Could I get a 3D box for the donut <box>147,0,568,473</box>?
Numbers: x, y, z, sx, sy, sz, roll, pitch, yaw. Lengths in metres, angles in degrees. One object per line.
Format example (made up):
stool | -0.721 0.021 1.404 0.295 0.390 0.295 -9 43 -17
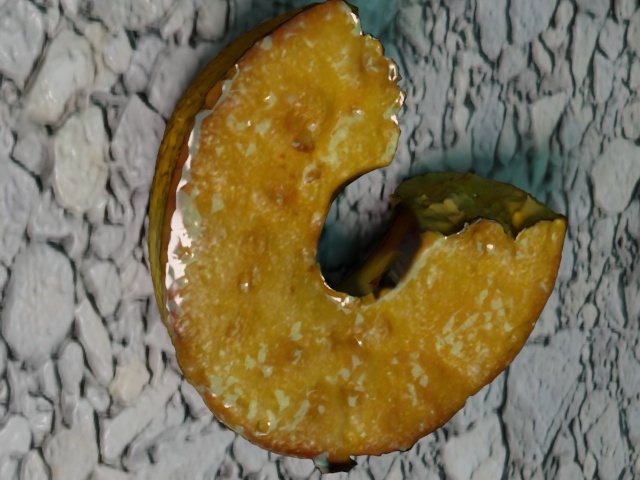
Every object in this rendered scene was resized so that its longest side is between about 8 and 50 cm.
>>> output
donut | 0.000 0.000 1.207 0.377 0.163 0.435 -46 119 -8
